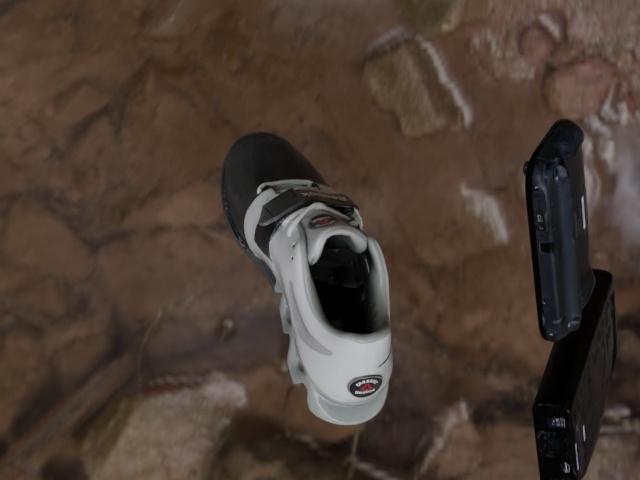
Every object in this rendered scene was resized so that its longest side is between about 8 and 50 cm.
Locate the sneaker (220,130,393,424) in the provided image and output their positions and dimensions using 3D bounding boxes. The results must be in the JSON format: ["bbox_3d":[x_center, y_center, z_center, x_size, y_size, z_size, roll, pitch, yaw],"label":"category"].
[{"bbox_3d":[0.000,0.000,1.618,0.122,0.330,0.146,-12,147,-21],"label":"sneaker"}]

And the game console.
[{"bbox_3d":[0.233,0.050,1.572,0.044,0.213,0.361,4,126,20],"label":"game console"}]
